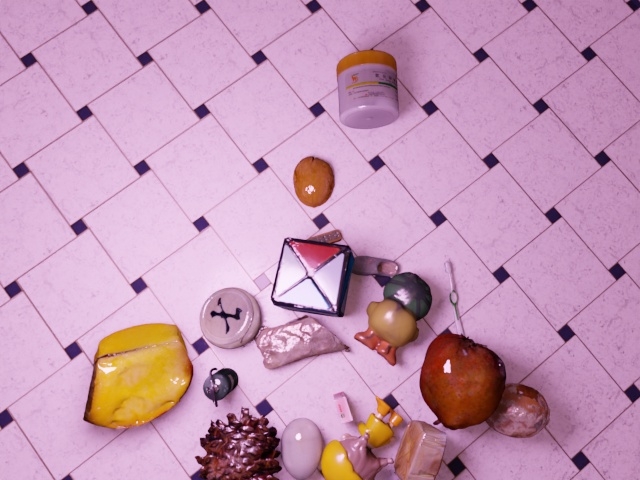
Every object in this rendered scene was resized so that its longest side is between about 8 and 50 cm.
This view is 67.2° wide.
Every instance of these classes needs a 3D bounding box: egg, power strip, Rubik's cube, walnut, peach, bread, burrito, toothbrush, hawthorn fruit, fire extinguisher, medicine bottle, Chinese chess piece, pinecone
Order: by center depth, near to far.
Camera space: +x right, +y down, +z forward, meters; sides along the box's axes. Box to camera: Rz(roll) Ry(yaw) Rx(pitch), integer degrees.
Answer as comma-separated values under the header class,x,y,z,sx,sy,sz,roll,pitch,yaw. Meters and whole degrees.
class,x,y,z,sx,sy,sz,roll,pitch,yaw
pinecone,-0.274,0.729,1.657,0.299,0.242,0.295,8,72,1
fire extinguisher,-0.351,0.498,1.662,0.093,0.294,0.118,-16,81,-3
peach,-0.645,0.473,1.687,0.381,0.242,0.306,-17,103,-18
hawthorn fruit,0.490,0.492,1.691,0.308,0.308,0.324,27,70,2
bread,0.354,0.750,1.700,0.110,0.192,0.209,24,78,-5
egg,-0.067,0.738,1.707,0.151,0.151,0.209,2,86,-2
egg,0.701,0.613,1.737,0.234,0.195,0.194,-1,81,11
Rubik's cube,-0.020,0.140,1.742,0.250,0.246,0.248,8,80,8
Chinese chess piece,-0.328,0.285,1.772,0.238,0.092,0.237,-4,69,10
burrito,-0.074,0.369,1.795,0.348,0.107,0.174,-12,95,-2
toothbrush,0.518,0.231,1.872,0.030,0.030,0.303,-9,81,-4
medicine bottle,0.186,-0.583,1.886,0.238,0.238,0.231,-3,82,-3
power strip,0.000,0.000,1.890,0.178,0.028,0.049,-18,83,-4
walnut,-0.023,-0.240,1.899,0.167,0.087,0.211,-3,81,-7

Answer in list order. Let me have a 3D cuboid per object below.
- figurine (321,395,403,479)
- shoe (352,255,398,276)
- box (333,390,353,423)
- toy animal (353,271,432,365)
class,x,y,z,sx,sy,sz,roll,pitch,yaw
figurine,0.149,0.732,1.710,0.215,0.187,0.343,41,75,-8
shoe,0.210,0.099,1.858,0.195,0.078,0.079,7,81,-4
box,0.080,0.604,1.747,0.043,0.125,0.089,-17,81,-3
toy animal,0.286,0.273,1.774,0.216,0.191,0.338,33,81,4
